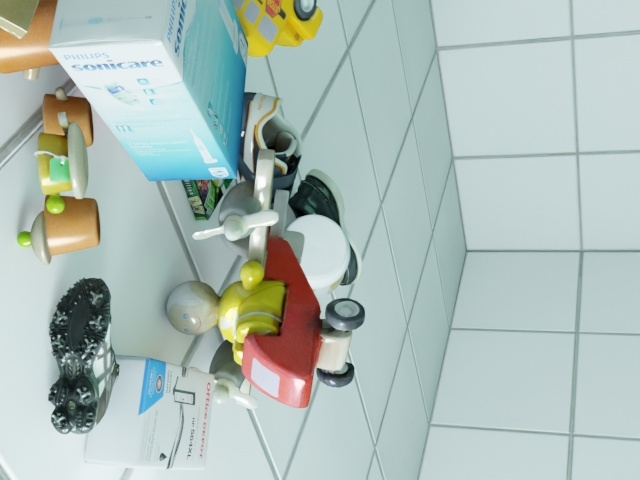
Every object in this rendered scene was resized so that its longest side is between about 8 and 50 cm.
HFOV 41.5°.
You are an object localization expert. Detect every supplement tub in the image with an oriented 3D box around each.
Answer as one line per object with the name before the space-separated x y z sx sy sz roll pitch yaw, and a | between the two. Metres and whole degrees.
supplement tub | -0.016 0.032 1.660 0.199 0.144 0.144 103 -8 -77

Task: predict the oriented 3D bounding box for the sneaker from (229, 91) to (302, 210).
sneaker | -0.097 -0.121 1.551 0.126 0.127 0.321 -69 153 -47

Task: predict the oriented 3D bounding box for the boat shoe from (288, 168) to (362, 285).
boat shoe | 0.003 0.001 1.852 0.113 0.127 0.340 -44 146 -24

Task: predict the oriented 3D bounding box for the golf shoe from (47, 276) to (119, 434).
golf shoe | -0.298 0.145 1.081 0.094 0.077 0.198 30 68 -80

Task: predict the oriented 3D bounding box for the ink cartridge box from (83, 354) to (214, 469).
ink cartridge box | -0.237 0.250 1.210 0.203 0.086 0.148 36 56 -65

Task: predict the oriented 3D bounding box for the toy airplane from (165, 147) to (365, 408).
toy airplane | -0.116 0.079 1.364 0.384 0.272 0.386 149 -66 -70

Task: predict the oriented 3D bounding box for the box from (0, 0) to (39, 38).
box | -0.360 -0.315 0.829 0.201 0.021 0.164 27 60 -34

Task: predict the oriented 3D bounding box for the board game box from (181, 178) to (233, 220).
board game box | -0.208 -0.175 1.383 0.136 0.030 0.259 -70 152 -48

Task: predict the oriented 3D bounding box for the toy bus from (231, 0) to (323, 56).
toy bus | -0.133 -0.360 1.158 0.333 0.108 0.130 35 76 -52

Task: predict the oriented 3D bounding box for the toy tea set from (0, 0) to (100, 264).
toy tea set | -0.332 -0.138 0.972 0.200 0.124 0.336 179 -93 -80

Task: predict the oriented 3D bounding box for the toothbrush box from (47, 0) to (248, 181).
toothbrush box | -0.184 -0.230 0.995 0.295 0.126 0.216 69 22 -66
